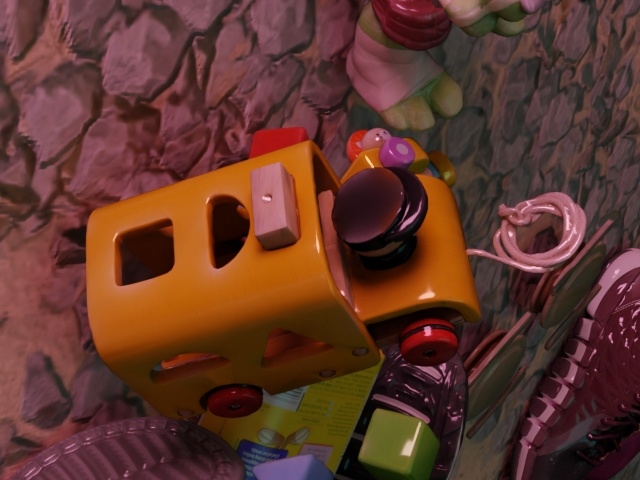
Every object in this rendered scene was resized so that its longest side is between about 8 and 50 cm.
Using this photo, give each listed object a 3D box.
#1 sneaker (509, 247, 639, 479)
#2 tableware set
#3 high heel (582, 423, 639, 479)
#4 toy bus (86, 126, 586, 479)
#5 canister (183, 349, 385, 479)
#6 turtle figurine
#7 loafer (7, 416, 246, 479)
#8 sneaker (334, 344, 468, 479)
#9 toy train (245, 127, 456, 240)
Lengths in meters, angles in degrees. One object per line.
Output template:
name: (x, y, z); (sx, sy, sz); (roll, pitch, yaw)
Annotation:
sneaker: (0.294, 0.158, 1.110); (0.106, 0.162, 0.281); (18, 96, -57)
tableware set: (0.165, 0.066, 0.985); (0.194, 0.039, 0.128); (-45, 155, -17)
high heel: (0.343, 0.151, 1.251); (0.244, 0.082, 0.117); (-45, 155, -5)
toy bus: (-0.010, 0.008, 0.557); (0.202, 0.191, 0.104); (-55, 146, -13)
canister: (-0.038, 0.127, 0.711); (0.126, 0.073, 0.170); (21, 93, -56)
turtle figurine: (0.110, -0.157, 0.575); (0.266, 0.274, 0.198); (96, -2, -65)
loafer: (-0.143, 0.182, 0.594); (0.251, 0.094, 0.087); (-33, 141, -24)
sneaker: (0.035, 0.188, 0.847); (0.108, 0.100, 0.272); (-20, 132, -65)
toy train: (0.013, -0.022, 0.709); (0.125, 0.046, 0.166); (-42, 163, 19)
